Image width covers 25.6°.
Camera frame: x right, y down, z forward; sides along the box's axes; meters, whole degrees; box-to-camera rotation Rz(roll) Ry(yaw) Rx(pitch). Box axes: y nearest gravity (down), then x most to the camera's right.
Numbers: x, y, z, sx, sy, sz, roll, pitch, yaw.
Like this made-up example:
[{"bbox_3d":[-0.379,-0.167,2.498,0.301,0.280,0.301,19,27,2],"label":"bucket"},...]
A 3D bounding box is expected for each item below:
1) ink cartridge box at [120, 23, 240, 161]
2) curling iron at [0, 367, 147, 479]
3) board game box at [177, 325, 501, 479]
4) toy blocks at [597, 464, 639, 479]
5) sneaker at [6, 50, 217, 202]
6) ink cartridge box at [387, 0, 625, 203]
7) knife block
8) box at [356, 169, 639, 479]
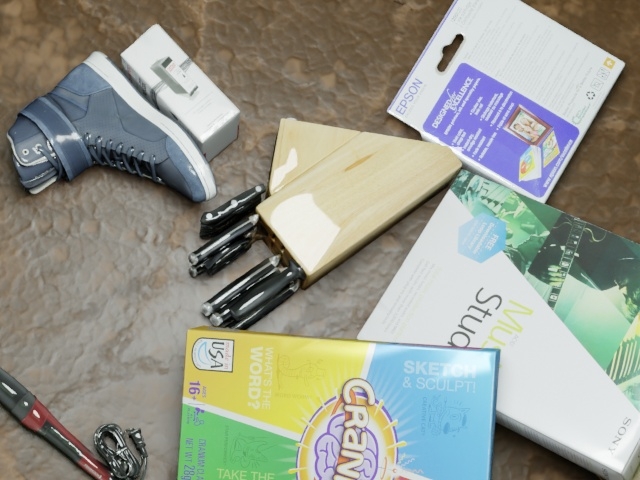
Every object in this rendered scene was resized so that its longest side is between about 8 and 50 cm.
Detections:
[{"bbox_3d":[-0.154,-0.158,1.545,0.056,0.099,0.135,-42,83,-12],"label":"ink cartridge box"},{"bbox_3d":[-0.296,0.171,1.487,0.274,0.035,0.068,34,72,2],"label":"curling iron"},{"bbox_3d":[0.016,0.217,1.426,0.317,0.064,0.242,3,89,11],"label":"board game box"},{"bbox_3d":[0.412,0.162,1.500,0.381,0.191,0.261,-39,70,-4],"label":"toy blocks"},{"bbox_3d":[-0.232,-0.084,1.511,0.163,0.086,0.226,-39,66,-22],"label":"sneaker"},{"bbox_3d":[0.210,-0.171,1.610,0.208,0.045,0.206,32,76,1],"label":"ink cartridge box"},{"bbox_3d":[0.000,0.000,1.529,0.276,0.088,0.242,9,77,-4],"label":"knife block"},{"bbox_3d":[0.231,0.084,1.484,0.322,0.058,0.232,25,74,25],"label":"box"}]
